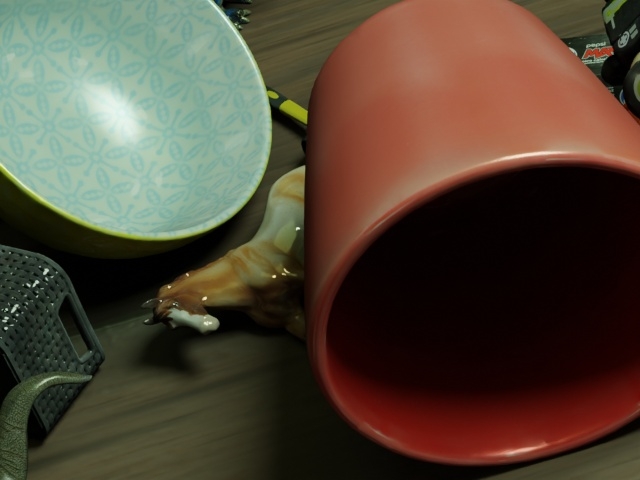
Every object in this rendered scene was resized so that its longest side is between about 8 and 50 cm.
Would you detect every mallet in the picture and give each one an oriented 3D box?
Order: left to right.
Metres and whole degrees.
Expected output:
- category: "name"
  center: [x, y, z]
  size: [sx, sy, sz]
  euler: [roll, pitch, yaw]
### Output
- category: "mallet"
  center: [-0.019, -0.121, 1.424]
  size: [0.062, 0.039, 0.190]
  euler: [-31, 39, -13]

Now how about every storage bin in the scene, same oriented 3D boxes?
- category: "storage bin"
  center: [-0.271, 0.068, 1.237]
  size: [0.180, 0.122, 0.084]
  euler: [11, 49, 29]

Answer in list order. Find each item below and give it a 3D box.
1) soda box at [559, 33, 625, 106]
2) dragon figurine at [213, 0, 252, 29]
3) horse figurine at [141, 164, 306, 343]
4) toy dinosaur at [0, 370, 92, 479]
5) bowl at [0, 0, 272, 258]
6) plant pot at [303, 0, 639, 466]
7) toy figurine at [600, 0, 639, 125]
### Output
- category: "soda box"
  center: [0.232, -0.134, 1.332]
  size: [0.169, 0.053, 0.060]
  euler: [-4, 42, 15]
- category: "dragon figurine"
  center: [-0.148, -0.275, 1.553]
  size: [0.289, 0.144, 0.085]
  euler: [-1, 43, 18]
- category: "horse figurine"
  center: [0.000, 0.000, 1.261]
  size: [0.174, 0.066, 0.263]
  euler: [14, 52, 24]
- category: "toy dinosaur"
  center: [-0.288, 0.202, 1.128]
  size: [0.314, 0.121, 0.160]
  euler: [-23, 53, -13]
- category: "bowl"
  center: [-0.202, -0.096, 1.343]
  size: [0.156, 0.289, 0.289]
  euler: [-40, 18, 48]
- category: "plant pot"
  center: [0.105, -0.023, 1.088]
  size: [0.275, 0.275, 0.243]
  euler: [-17, 42, 1]
- category: "toy figurine"
  center: [0.308, -0.104, 1.154]
  size: [0.210, 0.213, 0.148]
  euler: [-9, 44, 5]
